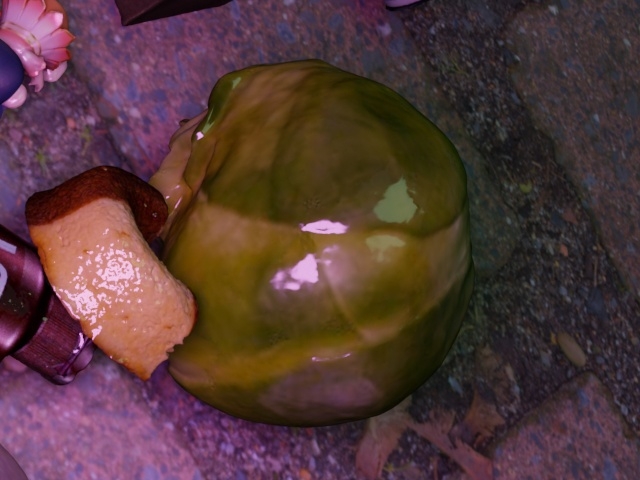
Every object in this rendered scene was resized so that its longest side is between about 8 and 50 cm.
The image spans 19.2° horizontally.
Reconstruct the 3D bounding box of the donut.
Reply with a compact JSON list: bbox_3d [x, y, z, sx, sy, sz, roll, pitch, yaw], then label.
[{"bbox_3d":[-0.183,0.009,1.684,0.141,0.085,0.217,40,20,-47],"label":"donut"}]

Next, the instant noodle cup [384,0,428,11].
[{"bbox_3d":[0.090,-0.444,2.192,0.312,0.284,0.284,61,39,-15],"label":"instant noodle cup"}]

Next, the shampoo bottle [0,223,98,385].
[{"bbox_3d":[-0.329,0.016,1.608,0.323,0.084,0.129,37,49,-28],"label":"shampoo bottle"}]

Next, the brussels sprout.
[{"bbox_3d":[0.000,0.000,1.824,0.276,0.315,0.371,57,28,-44],"label":"brussels sprout"}]

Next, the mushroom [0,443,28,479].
[{"bbox_3d":[-0.267,0.231,1.525,0.397,0.126,0.177,47,22,-19],"label":"mushroom"}]

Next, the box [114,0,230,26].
[{"bbox_3d":[-0.093,-0.338,1.909,0.184,0.273,0.143,-20,87,-49],"label":"box"}]

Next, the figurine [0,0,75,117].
[{"bbox_3d":[-0.305,-0.162,1.722,0.111,0.102,0.195,28,46,10],"label":"figurine"}]
